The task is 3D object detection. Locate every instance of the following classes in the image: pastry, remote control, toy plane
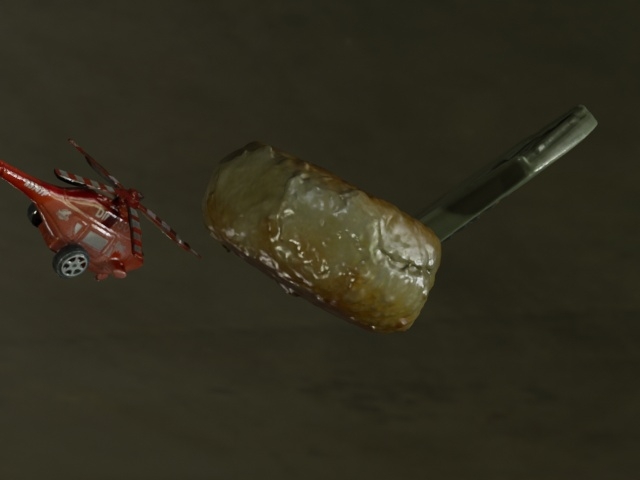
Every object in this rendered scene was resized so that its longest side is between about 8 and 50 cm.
[{"bbox_3d":[0.000,0.000,1.350,0.182,0.093,0.192,29,178,5],"label":"pastry"},{"bbox_3d":[0.128,-0.028,1.612,0.038,0.123,0.285,53,135,-1],"label":"remote control"},{"bbox_3d":[-0.179,-0.019,1.268,0.077,0.126,0.194,-43,161,11],"label":"toy plane"}]
